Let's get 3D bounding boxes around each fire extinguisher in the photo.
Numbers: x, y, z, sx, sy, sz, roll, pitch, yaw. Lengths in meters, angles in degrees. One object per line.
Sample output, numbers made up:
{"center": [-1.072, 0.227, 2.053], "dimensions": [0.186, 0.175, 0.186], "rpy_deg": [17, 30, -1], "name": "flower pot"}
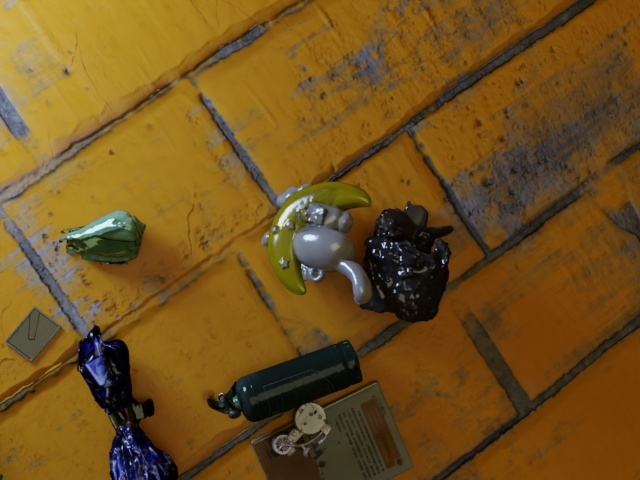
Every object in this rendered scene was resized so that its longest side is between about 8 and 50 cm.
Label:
{"center": [-0.072, 0.289, 1.688], "dimensions": [0.311, 0.114, 0.095], "rpy_deg": [-19, 58, -10], "name": "fire extinguisher"}

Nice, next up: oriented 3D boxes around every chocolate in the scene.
{"center": [-0.383, 0.326, 1.622], "dimensions": [0.148, 0.126, 0.343], "rpy_deg": [-22, 95, -50], "name": "chocolate"}

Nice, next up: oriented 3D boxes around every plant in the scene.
{"center": [0.176, 0.044, 1.688], "dimensions": [0.178, 0.204, 0.234], "rpy_deg": [18, 96, 19], "name": "plant"}

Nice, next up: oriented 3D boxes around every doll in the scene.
{"center": [0.000, 0.000, 1.656], "dimensions": [0.252, 0.111, 0.237], "rpy_deg": [5, 73, 24], "name": "doll"}

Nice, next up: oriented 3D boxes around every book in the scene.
{"center": [0.028, 0.447, 1.757], "dimensions": [0.295, 0.020, 0.208], "rpy_deg": [-23, 96, -11], "name": "book"}

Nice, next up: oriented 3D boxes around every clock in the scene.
{"center": [-0.038, 0.391, 1.710], "dimensions": [0.129, 0.041, 0.087], "rpy_deg": [-43, 96, -13], "name": "clock"}

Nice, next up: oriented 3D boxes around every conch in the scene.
{"center": [-0.416, 0.004, 1.626], "dimensions": [0.170, 0.079, 0.106], "rpy_deg": [-14, 88, 4], "name": "conch"}

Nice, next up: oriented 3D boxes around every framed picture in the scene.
{"center": [-0.557, 0.181, 1.628], "dimensions": [0.066, 0.006, 0.089], "rpy_deg": [39, 83, -10], "name": "framed picture"}

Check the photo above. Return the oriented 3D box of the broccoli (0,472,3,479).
{"center": [-0.665, 0.525, 1.432], "dimensions": [0.275, 0.397, 0.353], "rpy_deg": [27, 77, -38], "name": "broccoli"}
